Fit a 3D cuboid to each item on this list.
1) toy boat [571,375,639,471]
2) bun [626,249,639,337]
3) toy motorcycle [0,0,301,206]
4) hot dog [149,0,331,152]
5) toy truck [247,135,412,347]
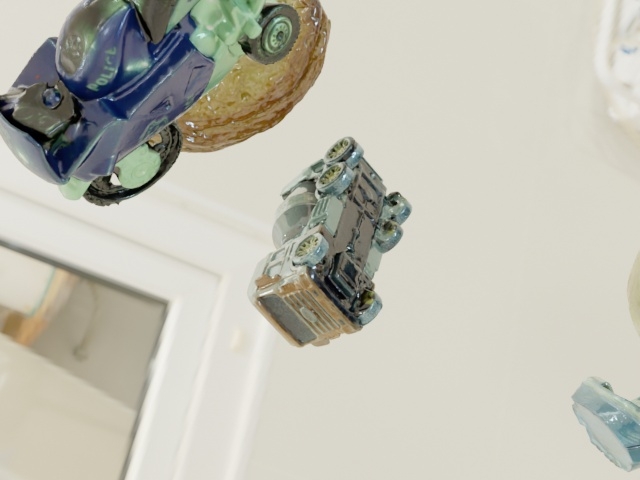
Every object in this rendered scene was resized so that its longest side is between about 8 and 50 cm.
[{"bbox_3d":[0.387,0.216,1.578,0.102,0.088,0.215,-29,12,-4],"label":"toy boat"},{"bbox_3d":[0.570,0.082,1.639,0.361,0.361,0.213,-47,1,41],"label":"bun"},{"bbox_3d":[-0.127,-0.150,0.940,0.125,0.196,0.331,48,122,23],"label":"toy motorcycle"},{"bbox_3d":[-0.110,-0.180,1.363,0.259,0.114,0.175,-29,49,1],"label":"hot dog"},{"bbox_3d":[0.000,0.000,1.360,0.140,0.108,0.257,-25,30,33],"label":"toy truck"}]
